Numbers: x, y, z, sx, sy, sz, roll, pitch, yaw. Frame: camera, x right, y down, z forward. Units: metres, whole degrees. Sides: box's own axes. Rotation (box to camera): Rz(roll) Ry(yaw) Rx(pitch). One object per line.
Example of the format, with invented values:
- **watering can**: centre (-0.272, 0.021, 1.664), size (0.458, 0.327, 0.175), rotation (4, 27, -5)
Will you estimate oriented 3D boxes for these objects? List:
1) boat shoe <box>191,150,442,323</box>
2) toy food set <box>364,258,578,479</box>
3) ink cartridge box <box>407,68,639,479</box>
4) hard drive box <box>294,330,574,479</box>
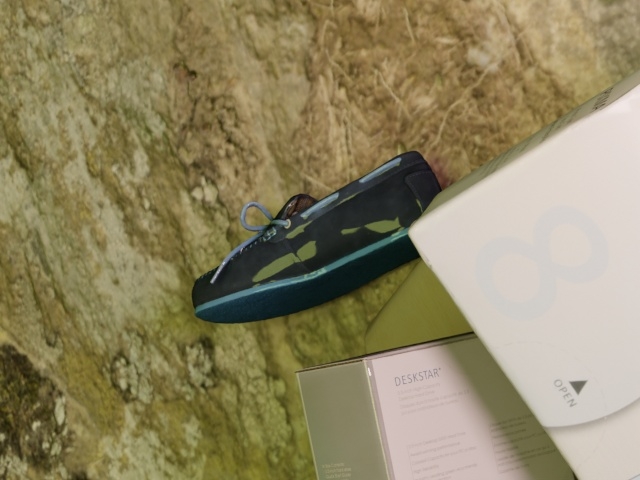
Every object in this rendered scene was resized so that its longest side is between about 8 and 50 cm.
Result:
- **boat shoe**: centre (0.000, 0.000, 1.724), size (0.258, 0.109, 0.089), rotation (-21, 69, 22)
- **toy food set**: centre (0.171, 0.115, 1.585), size (0.306, 0.092, 0.219), rotation (60, 137, 24)
- **ink cartridge box**: centre (0.300, 0.014, 1.327), size (0.385, 0.091, 0.308), rotation (-32, 97, 25)
- **hard drive box**: centre (0.097, 0.189, 1.473), size (0.089, 0.181, 0.232), rotation (-14, 86, 52)
